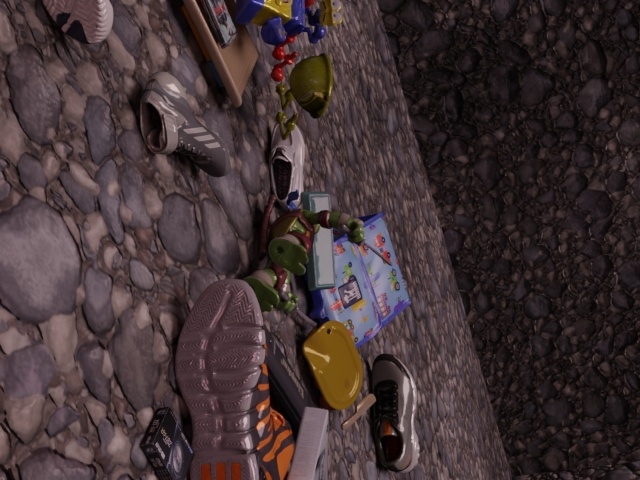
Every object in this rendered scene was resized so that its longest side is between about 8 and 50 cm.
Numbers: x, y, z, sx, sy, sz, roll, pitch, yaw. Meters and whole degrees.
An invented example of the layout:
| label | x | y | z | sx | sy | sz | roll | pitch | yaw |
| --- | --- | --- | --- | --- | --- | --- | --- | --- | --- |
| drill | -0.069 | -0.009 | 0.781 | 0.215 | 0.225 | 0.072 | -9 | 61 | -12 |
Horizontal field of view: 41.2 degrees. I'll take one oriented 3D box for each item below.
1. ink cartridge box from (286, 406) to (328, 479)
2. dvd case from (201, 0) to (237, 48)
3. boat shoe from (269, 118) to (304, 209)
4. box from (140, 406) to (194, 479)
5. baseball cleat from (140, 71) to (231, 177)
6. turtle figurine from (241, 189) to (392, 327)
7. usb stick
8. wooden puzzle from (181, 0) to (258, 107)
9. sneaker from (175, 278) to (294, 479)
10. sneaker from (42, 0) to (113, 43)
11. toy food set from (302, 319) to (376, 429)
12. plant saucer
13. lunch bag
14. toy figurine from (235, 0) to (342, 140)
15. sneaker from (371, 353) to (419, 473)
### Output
| label | x | y | z | sx | sy | sz | roll | pitch | yaw |
| --- | --- | --- | --- | --- | --- | --- | --- | --- | --- |
| ink cartridge box | -0.025 | 0.412 | 1.310 | 0.224 | 0.045 | 0.223 | -70 | 163 | -58 |
| dvd case | -0.173 | -0.385 | 1.413 | 0.087 | 0.013 | 0.119 | -76 | 148 | -62 |
| boat shoe | -0.072 | -0.153 | 1.645 | 0.063 | 0.066 | 0.184 | 31 | 58 | -68 |
| box | -0.189 | 0.260 | 1.061 | 0.067 | 0.018 | 0.083 | -73 | 146 | -58 |
| baseball cleat | -0.204 | -0.144 | 1.240 | 0.206 | 0.072 | 0.109 | 55 | 41 | -40 |
| turtle figurine | -0.010 | 0.047 | 1.472 | 0.275 | 0.198 | 0.266 | 71 | 22 | -9 |
| usb stick | -0.061 | 0.243 | 1.424 | 0.077 | 0.045 | 0.278 | -82 | 153 | -46 |
| wooden puzzle | -0.180 | -0.374 | 1.494 | 0.239 | 0.044 | 0.221 | -85 | 156 | -54 |
| sneaker | -0.113 | 0.219 | 1.196 | 0.180 | 0.124 | 0.321 | 29 | 62 | -72 |
| sneaker | -0.287 | -0.365 | 1.058 | 0.235 | 0.094 | 0.153 | 65 | 28 | -7 |
| toy food set | 0.016 | 0.254 | 1.637 | 0.128 | 0.071 | 0.218 | -43 | 119 | -42 |
| plant saucer | 0.000 | 0.000 | 1.651 | 0.067 | 0.018 | 0.192 | -3 | 88 | -43 |
| lunch bag | 0.049 | 0.095 | 1.781 | 0.293 | 0.138 | 0.221 | -37 | 112 | -56 |
| toy figurine | -0.102 | -0.391 | 1.548 | 0.217 | 0.191 | 0.362 | 21 | 57 | -35 |
| sneaker | 0.165 | 0.390 | 1.937 | 0.108 | 0.100 | 0.271 | 24 | 56 | -62 |
